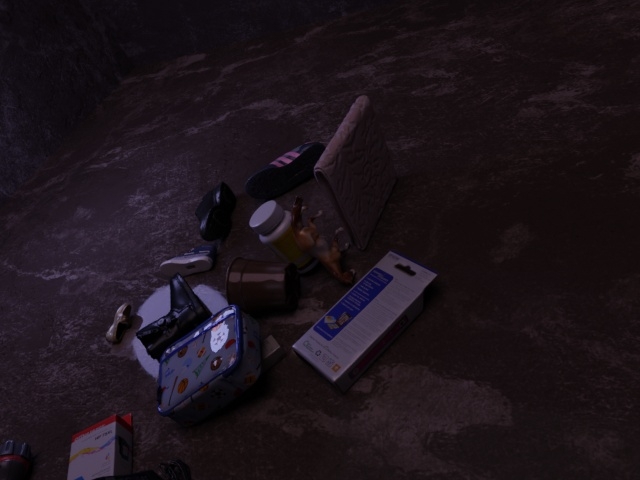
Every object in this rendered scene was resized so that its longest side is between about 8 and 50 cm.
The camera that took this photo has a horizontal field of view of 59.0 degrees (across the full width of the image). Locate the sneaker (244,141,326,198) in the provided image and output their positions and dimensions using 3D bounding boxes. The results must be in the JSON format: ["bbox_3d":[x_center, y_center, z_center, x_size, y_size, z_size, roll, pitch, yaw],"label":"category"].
[{"bbox_3d":[-0.121,-0.250,2.011,0.319,0.112,0.131,-26,22,0],"label":"sneaker"}]

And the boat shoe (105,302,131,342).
[{"bbox_3d":[-0.627,0.262,1.788,0.045,0.050,0.135,-1,57,26],"label":"boat shoe"}]

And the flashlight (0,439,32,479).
[{"bbox_3d":[-0.797,0.657,1.416,0.103,0.103,0.304,-25,37,1],"label":"flashlight"}]

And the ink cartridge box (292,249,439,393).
[{"bbox_3d":[0.118,0.188,1.397,0.371,0.069,0.176,-44,40,-14],"label":"ink cartridge box"}]

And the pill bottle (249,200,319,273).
[{"bbox_3d":[-0.098,-0.009,1.614,0.119,0.208,0.119,-31,31,21],"label":"pill bottle"}]

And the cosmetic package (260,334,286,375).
[{"bbox_3d":[-0.152,0.303,1.453,0.115,0.041,0.060,-36,38,-9],"label":"cosmetic package"}]

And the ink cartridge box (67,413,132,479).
[{"bbox_3d":[-0.548,0.534,1.414,0.134,0.078,0.231,-27,38,2],"label":"ink cartridge box"}]

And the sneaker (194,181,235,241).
[{"bbox_3d":[-0.383,-0.085,1.991,0.130,0.109,0.286,-25,31,21],"label":"sneaker"}]

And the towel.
[{"bbox_3d":[0.111,-0.193,1.619,0.053,0.317,0.332,1,47,32],"label":"towel"}]

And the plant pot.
[{"bbox_3d":[-0.151,0.125,1.566,0.165,0.167,0.167,-4,45,18],"label":"plant pot"}]

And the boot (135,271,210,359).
[{"bbox_3d":[-0.460,0.222,1.688,0.207,0.094,0.246,-34,45,-12],"label":"boot"}]

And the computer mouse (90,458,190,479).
[{"bbox_3d":[-0.388,0.560,1.199,0.188,0.272,0.072,35,109,49],"label":"computer mouse"}]

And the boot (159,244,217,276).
[{"bbox_3d":[-0.434,0.066,1.877,0.190,0.069,0.086,-7,36,14],"label":"boot"}]

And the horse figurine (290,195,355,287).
[{"bbox_3d":[0.000,0.000,1.561,0.066,0.263,0.174,-33,24,39],"label":"horse figurine"}]

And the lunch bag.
[{"bbox_3d":[-0.289,0.312,1.434,0.303,0.115,0.243,-33,39,17],"label":"lunch bag"}]
